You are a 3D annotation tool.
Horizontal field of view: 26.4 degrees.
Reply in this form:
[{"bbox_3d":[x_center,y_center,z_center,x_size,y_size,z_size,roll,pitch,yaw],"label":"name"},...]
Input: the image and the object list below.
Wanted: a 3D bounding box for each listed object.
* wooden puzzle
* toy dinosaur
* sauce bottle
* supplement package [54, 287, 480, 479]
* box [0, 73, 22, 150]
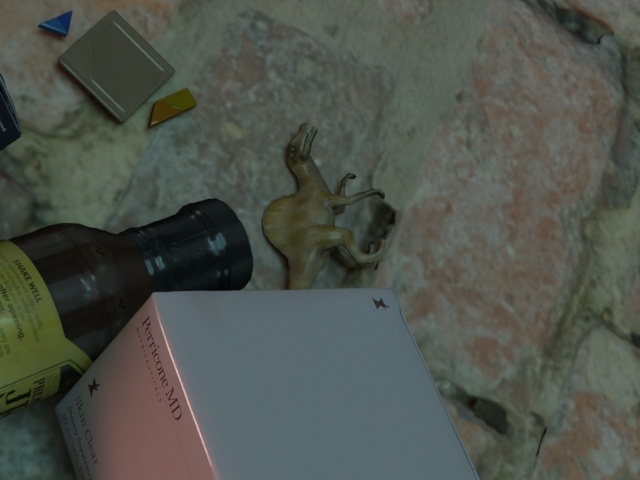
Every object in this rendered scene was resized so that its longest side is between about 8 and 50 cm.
[{"bbox_3d":[-0.153,-0.130,1.031,0.116,0.014,0.078,50,53,-3],"label":"wooden puzzle"},{"bbox_3d":[0.000,0.000,1.052,0.092,0.053,0.183,9,60,-8],"label":"toy dinosaur"},{"bbox_3d":[-0.200,0.054,0.880,0.344,0.111,0.111,-21,83,-30],"label":"sauce bottle"},{"bbox_3d":[-0.016,0.176,0.853,0.204,0.145,0.262,1,54,-41],"label":"supplement package"},{"bbox_3d":[-0.315,-0.063,0.821,0.207,0.153,0.108,-43,129,-33],"label":"box"}]
